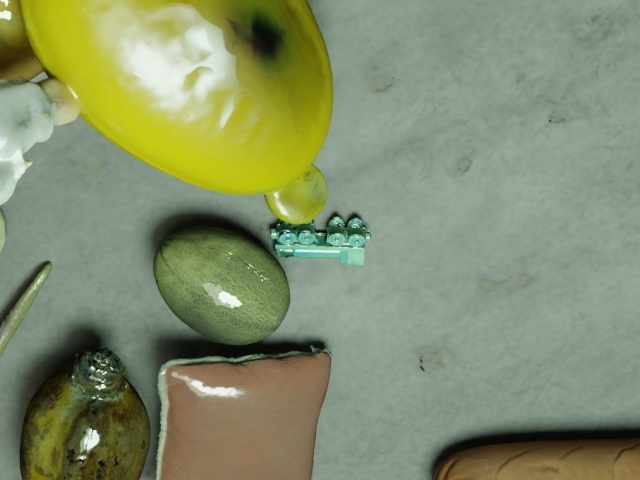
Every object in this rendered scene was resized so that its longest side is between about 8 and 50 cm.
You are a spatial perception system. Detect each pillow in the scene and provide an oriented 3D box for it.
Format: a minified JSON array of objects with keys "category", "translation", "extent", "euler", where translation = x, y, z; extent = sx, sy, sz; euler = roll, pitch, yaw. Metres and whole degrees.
[{"category":"pillow","translation":[-0.079,0.182,1.227],"extent":[0.171,0.075,0.179],"euler":[0,115,-17]}]

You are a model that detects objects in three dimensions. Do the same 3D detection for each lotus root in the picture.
[{"category":"lotus root","translation":[-0.220,0.186,1.202],"extent":[0.120,0.120,0.210],"euler":[12,117,-10]}]

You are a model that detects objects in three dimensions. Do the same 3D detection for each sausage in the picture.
[{"category":"sausage","translation":[0.263,0.258,1.271],"extent":[0.304,0.121,0.121],"euler":[-2,117,-4]}]

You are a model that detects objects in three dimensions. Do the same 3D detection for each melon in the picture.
[{"category":"melon","translation":[-0.088,0.039,1.146],"extent":[0.130,0.098,0.098],"euler":[33,110,-19]}]

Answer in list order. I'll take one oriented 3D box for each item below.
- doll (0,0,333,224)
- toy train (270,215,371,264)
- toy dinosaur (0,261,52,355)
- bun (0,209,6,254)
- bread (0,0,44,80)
[{"category":"doll","translation":[-0.153,-0.200,0.948],"extent":[0.348,0.161,0.423],"euler":[-11,101,-33]},{"category":"toy train","translation":[0.000,0.000,1.172],"extent":[0.092,0.029,0.045],"euler":[1,133,0]},{"category":"toy dinosaur","translation":[-0.353,0.142,1.197],"extent":[0.251,0.072,0.200],"euler":[-8,108,11]},{"category":"bun","translation":[-0.320,-0.005,1.130],"extent":[0.086,0.055,0.086],"euler":[-2,117,-4]},{"category":"bread","translation":[-0.291,-0.185,0.995],"extent":[0.251,0.133,0.174],"euler":[-18,118,5]}]
